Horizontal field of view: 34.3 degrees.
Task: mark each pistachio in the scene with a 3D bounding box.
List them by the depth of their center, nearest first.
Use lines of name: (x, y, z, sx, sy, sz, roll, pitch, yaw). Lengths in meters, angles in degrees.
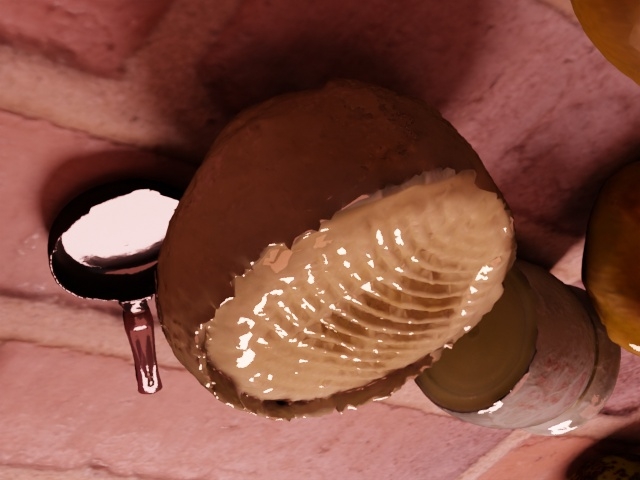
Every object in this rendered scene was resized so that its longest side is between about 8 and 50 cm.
pistachio: (0.278, 0.002, 0.884, 0.100, 0.189, 0.110, 10, -174, 19)

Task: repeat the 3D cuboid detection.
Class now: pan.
pan: (-0.138, 0.036, 0.780, 0.115, 0.040, 0.212, -12, 134, -13)

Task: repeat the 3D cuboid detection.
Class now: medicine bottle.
medicine bottle: (0.169, 0.093, 0.909, 0.143, 0.147, 0.147, 19, 127, -45)

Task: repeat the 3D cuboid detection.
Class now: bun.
bun: (0.000, 0.000, 0.712, 0.259, 0.152, 0.259, -18, 144, -14)

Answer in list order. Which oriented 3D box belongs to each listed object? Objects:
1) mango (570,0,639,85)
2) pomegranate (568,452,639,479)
mango: (0.358, -0.187, 0.606, 0.445, 0.220, 0.301, -10, 143, -10)
pomegranate: (0.392, 0.369, 1.346, 0.222, 0.276, 0.204, 14, 93, -12)
